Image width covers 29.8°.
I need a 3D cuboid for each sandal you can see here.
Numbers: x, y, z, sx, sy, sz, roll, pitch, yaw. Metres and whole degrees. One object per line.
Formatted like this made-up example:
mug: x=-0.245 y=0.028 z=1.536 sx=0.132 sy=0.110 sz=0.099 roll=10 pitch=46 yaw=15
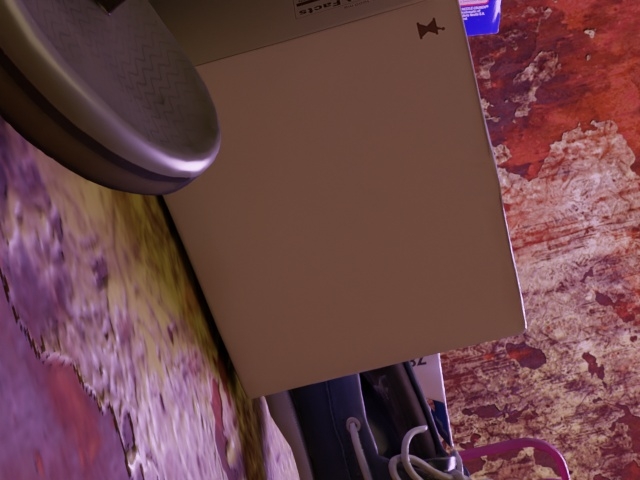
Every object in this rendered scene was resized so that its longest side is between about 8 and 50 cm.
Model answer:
sandal: x=-0.075 y=-0.139 z=0.301 sx=0.120 sy=0.086 sz=0.303 roll=-97 pitch=172 yaw=-55

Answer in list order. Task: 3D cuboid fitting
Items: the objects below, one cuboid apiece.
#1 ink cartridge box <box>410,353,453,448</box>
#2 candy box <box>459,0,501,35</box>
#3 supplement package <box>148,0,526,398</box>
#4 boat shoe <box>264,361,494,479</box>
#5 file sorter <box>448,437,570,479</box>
ink cartridge box: x=0.062 y=0.028 z=1.169 sx=0.165 sy=0.065 sz=0.333 roll=-149 pitch=-131 yaw=-81
candy box: x=0.051 y=-0.374 z=1.411 sx=0.122 sy=0.268 sz=0.317 roll=90 pitch=-8 yaw=-48
supplement package: x=0.001 y=-0.067 z=0.623 sx=0.203 sy=0.149 sz=0.194 roll=-98 pitch=172 yaw=-55
boat shoe: x=0.045 y=0.130 z=0.654 sx=0.095 sy=0.079 sz=0.254 roll=17 pitch=43 yaw=-50
file sorter: x=0.119 y=0.287 z=0.801 sx=0.291 sy=0.182 sz=0.202 roll=-90 pitch=165 yaw=-72
